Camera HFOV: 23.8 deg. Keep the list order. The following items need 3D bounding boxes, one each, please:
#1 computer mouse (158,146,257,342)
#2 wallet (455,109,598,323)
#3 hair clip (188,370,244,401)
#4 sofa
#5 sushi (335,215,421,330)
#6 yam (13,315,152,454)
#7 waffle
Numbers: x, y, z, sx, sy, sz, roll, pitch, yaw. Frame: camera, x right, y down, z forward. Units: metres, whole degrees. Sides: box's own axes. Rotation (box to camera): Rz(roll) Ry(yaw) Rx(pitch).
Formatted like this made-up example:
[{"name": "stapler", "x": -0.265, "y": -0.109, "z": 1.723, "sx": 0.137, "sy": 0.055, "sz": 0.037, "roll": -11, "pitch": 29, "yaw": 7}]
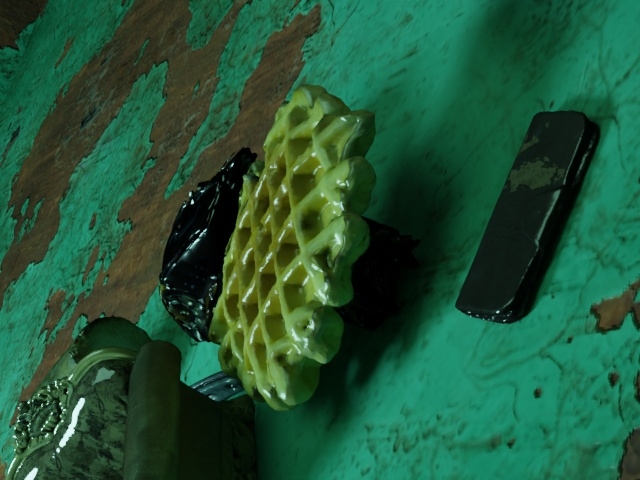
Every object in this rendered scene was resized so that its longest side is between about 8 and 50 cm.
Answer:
[{"name": "computer mouse", "x": -0.105, "y": 0.007, "z": 1.409, "sx": 0.241, "sy": 0.078, "sz": 0.146, "roll": 106, "pitch": 179, "yaw": -49}, {"name": "wallet", "x": 0.142, "y": -0.017, "z": 1.049, "sx": 0.156, "sy": 0.018, "sz": 0.082, "roll": -66, "pitch": 22, "yaw": -6}, {"name": "hair clip", "x": -0.151, "y": 0.184, "z": 1.463, "sx": 0.275, "sy": 0.048, "sz": 0.083, "roll": -46, "pitch": 24, "yaw": 36}, {"name": "sofa", "x": -0.180, "y": 0.236, "z": 1.288, "sx": 0.258, "sy": 0.182, "sz": 0.200, "roll": -52, "pitch": 26, "yaw": 29}, {"name": "sushi", "x": 0.034, "y": 0.026, "z": 1.197, "sx": 0.085, "sy": 0.056, "sz": 0.083, "roll": 16, "pitch": 85, "yaw": 67}, {"name": "yam", "x": -0.256, "y": 0.177, "z": 1.631, "sx": 0.194, "sy": 0.107, "sz": 0.107, "roll": -48, "pitch": 27, "yaw": 39}, {"name": "waffle", "x": -0.025, "y": 0.003, "z": 1.215, "sx": 0.250, "sy": 0.056, "sz": 0.261, "roll": -168, "pitch": 91, "yaw": -70}]
